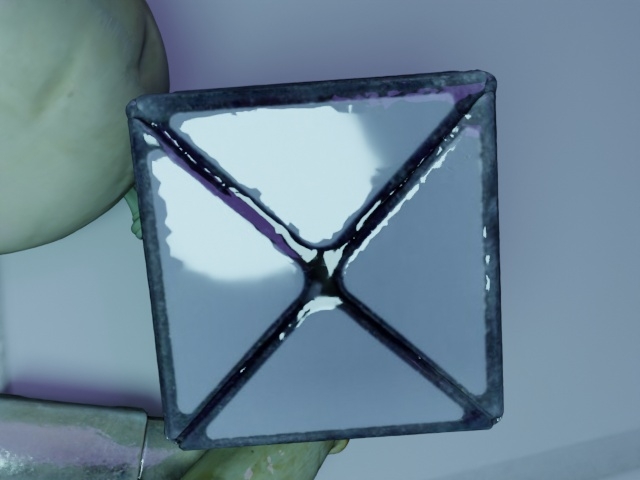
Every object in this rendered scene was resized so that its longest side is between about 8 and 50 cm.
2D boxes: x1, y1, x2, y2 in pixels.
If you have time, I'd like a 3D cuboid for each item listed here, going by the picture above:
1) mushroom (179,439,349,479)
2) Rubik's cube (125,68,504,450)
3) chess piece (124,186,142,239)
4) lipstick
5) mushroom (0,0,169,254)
[{"bbox_3d":[-0.083,0.234,0.560,0.100,0.081,0.312,47,57,-5],"label":"mushroom"},{"bbox_3d":[0.000,0.000,0.564,0.259,0.260,0.254,-5,101,3],"label":"Rubik's cube"},{"bbox_3d":[-0.193,-0.049,0.684,0.042,0.042,0.093,-34,88,-23],"label":"chess piece"},{"bbox_3d":[-0.174,0.192,0.618,0.253,0.079,0.077,12,72,-21],"label":"lipstick"},{"bbox_3d":[-0.300,-0.149,0.527,0.315,0.315,0.356,-45,104,-22],"label":"mushroom"}]
